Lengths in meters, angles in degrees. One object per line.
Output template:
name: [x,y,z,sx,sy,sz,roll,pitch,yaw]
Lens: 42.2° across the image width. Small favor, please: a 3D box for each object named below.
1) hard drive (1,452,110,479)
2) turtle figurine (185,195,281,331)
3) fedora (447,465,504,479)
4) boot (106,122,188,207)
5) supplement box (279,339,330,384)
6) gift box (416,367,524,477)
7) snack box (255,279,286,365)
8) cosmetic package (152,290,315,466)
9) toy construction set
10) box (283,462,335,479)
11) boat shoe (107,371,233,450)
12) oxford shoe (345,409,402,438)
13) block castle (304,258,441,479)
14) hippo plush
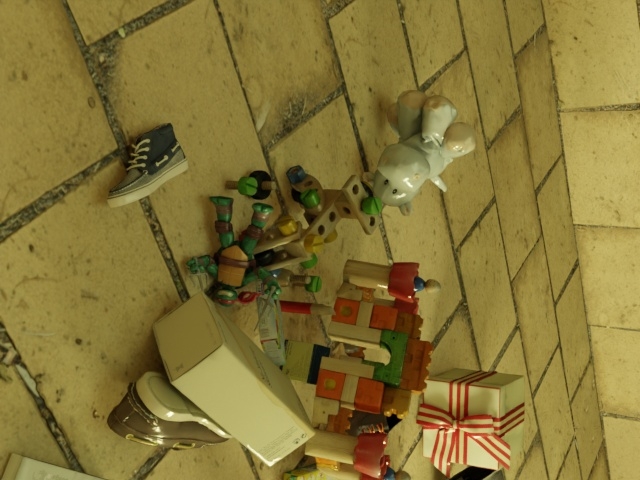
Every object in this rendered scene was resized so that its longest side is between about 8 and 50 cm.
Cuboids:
hard drive: [-0.427,0.489,1.220,0.203,0.040,0.307,40,61,-50]
turtle figurine: [-0.160,0.042,1.517,0.175,0.118,0.234,7,98,-16]
fedora: [0.445,0.717,2.327,0.124,0.244,0.275,60,-6,8]
boot: [-0.294,-0.125,1.353,0.190,0.069,0.086,-47,123,-54]
supplement box: [-0.034,0.257,1.740,0.056,0.083,0.083,26,71,-54]
gift box: [0.432,0.509,2.301,0.258,0.255,0.276,-1,87,-58]
snack box: [-0.096,0.160,1.607,0.100,0.037,0.141,79,3,-52]
cosmetic package: [-0.149,0.249,1.465,0.113,0.160,0.309,-35,130,2]
toy construction set: [0.000,0.000,1.634,0.257,0.237,0.308,-28,116,-52]
box: [-0.031,0.550,1.808,0.179,0.043,0.105,7,87,-58]
boat shoe: [-0.243,0.307,1.426,0.097,0.116,0.324,-40,154,4]
oxford shoe: [0.103,0.437,1.944,0.271,0.098,0.096,-23,111,-53]
block castle: [0.125,0.285,1.759,0.303,0.213,0.453,77,25,-64]
hippo plush: [0.199,-0.205,1.994,0.236,0.234,0.294,-40,169,-26]
